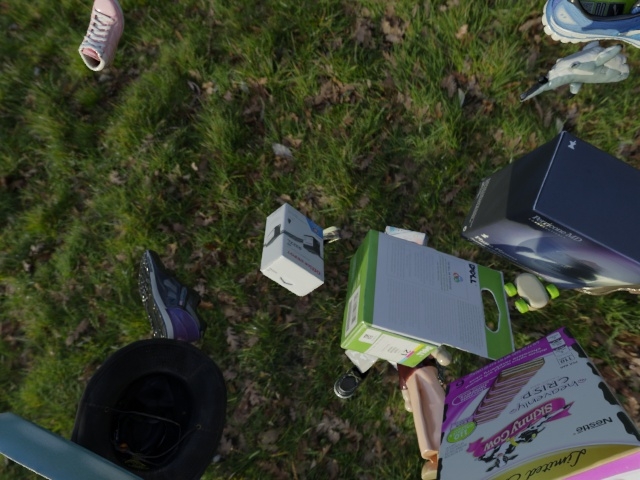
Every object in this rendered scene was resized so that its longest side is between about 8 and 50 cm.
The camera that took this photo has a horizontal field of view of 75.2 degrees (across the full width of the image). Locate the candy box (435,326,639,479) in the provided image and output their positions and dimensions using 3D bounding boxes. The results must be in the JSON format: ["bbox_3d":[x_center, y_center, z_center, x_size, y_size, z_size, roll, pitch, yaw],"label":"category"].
[{"bbox_3d":[0.195,0.179,0.383,0.159,0.233,0.071,-36,86,20],"label":"candy box"}]

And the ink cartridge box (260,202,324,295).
[{"bbox_3d":[-0.105,0.034,1.670,0.129,0.223,0.307,-35,35,29],"label":"ink cartridge box"}]

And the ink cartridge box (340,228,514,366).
[{"bbox_3d":[0.177,0.112,0.696,0.256,0.097,0.188,18,49,-8],"label":"ink cartridge box"}]

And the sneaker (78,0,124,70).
[{"bbox_3d":[-0.391,-0.364,0.741,0.051,0.070,0.134,23,134,-16],"label":"sneaker"}]

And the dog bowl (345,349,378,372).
[{"bbox_3d":[0.226,0.350,1.639,0.102,0.349,0.348,37,95,8],"label":"dog bowl"}]

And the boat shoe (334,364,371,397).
[{"bbox_3d":[0.129,0.537,1.628,0.081,0.228,0.068,38,114,19],"label":"boat shoe"}]

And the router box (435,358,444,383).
[{"bbox_3d":[0.459,0.501,1.629,0.038,0.122,0.092,-3,57,26],"label":"router box"}]

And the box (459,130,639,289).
[{"bbox_3d":[0.512,-0.040,0.877,0.297,0.294,0.182,26,78,-2],"label":"box"}]

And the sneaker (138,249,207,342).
[{"bbox_3d":[-0.378,0.144,1.065,0.107,0.124,0.283,-54,53,38],"label":"sneaker"}]

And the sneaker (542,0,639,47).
[{"bbox_3d":[0.577,-0.406,0.716,0.330,0.147,0.129,5,101,14],"label":"sneaker"}]

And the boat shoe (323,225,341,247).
[{"bbox_3d":[0.001,0.000,2.008,0.224,0.080,0.073,-25,66,21],"label":"boat shoe"}]

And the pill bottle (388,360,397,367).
[{"bbox_3d":[0.266,0.364,1.377,0.112,0.186,0.111,-13,55,20],"label":"pill bottle"}]

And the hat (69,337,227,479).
[{"bbox_3d":[-0.368,0.386,0.911,0.332,0.134,0.331,9,70,-26],"label":"hat"}]

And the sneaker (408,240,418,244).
[{"bbox_3d":[0.246,0.109,1.238,0.091,0.240,0.126,6,129,22],"label":"sneaker"}]

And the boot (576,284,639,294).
[{"bbox_3d":[0.880,0.109,1.266,0.219,0.106,0.082,-7,50,41],"label":"boot"}]

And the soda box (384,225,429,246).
[{"bbox_3d":[0.368,-0.012,1.785,0.183,0.058,0.062,14,83,33],"label":"soda box"}]

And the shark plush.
[{"bbox_3d":[0.409,-0.259,0.665,0.161,0.073,0.067,-25,118,2],"label":"shark plush"}]

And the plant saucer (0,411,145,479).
[{"bbox_3d":[-0.374,0.345,0.641,0.318,0.317,0.043,14,53,18],"label":"plant saucer"}]

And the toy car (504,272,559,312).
[{"bbox_3d":[0.845,0.224,1.682,0.155,0.188,0.148,-28,60,6],"label":"toy car"}]

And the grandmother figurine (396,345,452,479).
[{"bbox_3d":[0.203,0.274,0.845,0.342,0.104,0.207,-104,33,-44],"label":"grandmother figurine"}]
